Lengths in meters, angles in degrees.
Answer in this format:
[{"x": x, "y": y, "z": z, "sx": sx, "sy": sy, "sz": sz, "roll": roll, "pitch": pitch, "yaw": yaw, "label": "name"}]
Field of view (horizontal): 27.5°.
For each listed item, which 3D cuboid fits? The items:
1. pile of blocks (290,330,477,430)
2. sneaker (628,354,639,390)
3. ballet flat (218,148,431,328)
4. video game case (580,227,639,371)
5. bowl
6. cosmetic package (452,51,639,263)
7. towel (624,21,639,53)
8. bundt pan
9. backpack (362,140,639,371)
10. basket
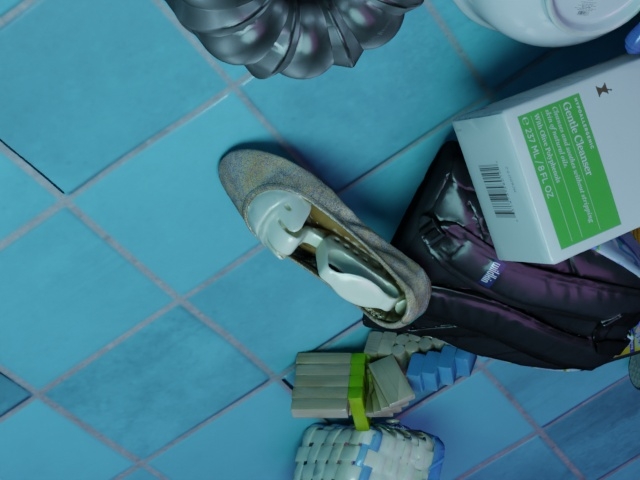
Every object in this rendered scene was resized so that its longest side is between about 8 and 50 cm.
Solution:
[{"x": 0.130, "y": 0.203, "z": 1.935, "sx": 0.362, "sy": 0.149, "sz": 0.113, "roll": -20, "pitch": 136, "yaw": -4, "label": "pile of blocks"}, {"x": 0.618, "y": 0.164, "z": 2.150, "sx": 0.163, "sy": 0.086, "sz": 0.226, "roll": 6, "pitch": 128, "yaw": -24, "label": "sneaker"}, {"x": 0.000, "y": 0.000, "z": 1.603, "sx": 0.316, "sy": 0.106, "sz": 0.107, "roll": 33, "pitch": 122, "yaw": -1, "label": "ballet flat"}, {"x": 0.491, "y": 0.047, "z": 1.972, "sx": 0.248, "sy": 0.035, "sz": 0.275, "roll": -16, "pitch": 121, "yaw": -9, "label": "video game case"}, {"x": 0.298, "y": -0.330, "z": 1.503, "sx": 0.298, "sy": 0.134, "sz": 0.298, "roll": -12, "pitch": 135, "yaw": -12, "label": "bowl"}, {"x": 0.370, "y": -0.124, "z": 1.592, "sx": 0.365, "sy": 0.155, "sz": 0.197, "roll": -23, "pitch": 98, "yaw": -16, "label": "cosmetic package"}, {"x": 0.473, "y": -0.375, "z": 1.511, "sx": 0.243, "sy": 0.040, "sz": 0.336, "roll": -32, "pitch": 155, "yaw": -54, "label": "towel"}, {"x": -0.017, "y": -0.305, "z": 1.401, "sx": 0.331, "sy": 0.124, "sz": 0.331, "roll": -12, "pitch": 136, "yaw": -12, "label": "bundt pan"}, {"x": 0.275, "y": 0.035, "z": 1.770, "sx": 0.355, "sy": 0.273, "sz": 0.290, "roll": 24, "pitch": 120, "yaw": -2, "label": "backpack"}, {"x": 0.118, "y": 0.392, "z": 2.030, "sx": 0.289, "sy": 0.201, "sz": 0.255, "roll": 34, "pitch": 156, "yaw": -25, "label": "basket"}]
